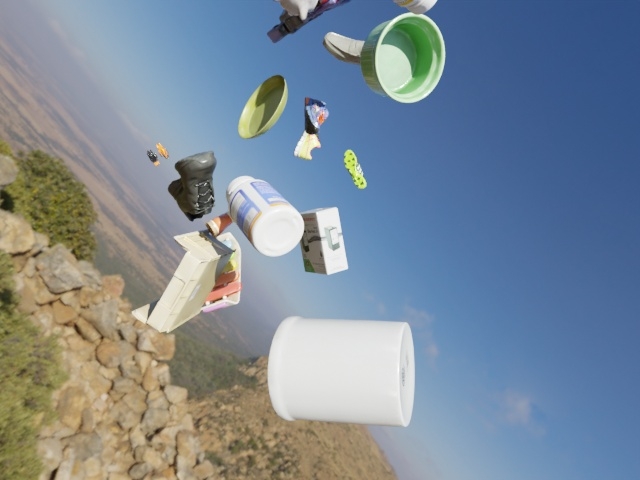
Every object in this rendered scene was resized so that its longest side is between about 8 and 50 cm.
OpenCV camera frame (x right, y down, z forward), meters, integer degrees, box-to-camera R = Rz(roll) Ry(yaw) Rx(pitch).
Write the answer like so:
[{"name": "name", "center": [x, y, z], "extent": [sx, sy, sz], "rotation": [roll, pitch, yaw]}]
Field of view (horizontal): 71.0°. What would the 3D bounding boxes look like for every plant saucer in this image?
[{"name": "plant saucer", "center": [-0.185, -0.434, 1.484], "extent": [0.037, 0.240, 0.241], "rotation": [28, 6, -37]}]

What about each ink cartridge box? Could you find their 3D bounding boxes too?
[{"name": "ink cartridge box", "center": [0.000, 0.000, 2.075], "extent": [0.211, 0.122, 0.288], "rotation": [0, -77, 58]}]

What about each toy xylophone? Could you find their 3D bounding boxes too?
[{"name": "toy xylophone", "center": [-0.388, 0.136, 1.646], "extent": [0.081, 0.236, 0.322], "rotation": [50, 18, -48]}]

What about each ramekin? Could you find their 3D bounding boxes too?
[{"name": "ramekin", "center": [0.296, -0.674, 1.671], "extent": [0.303, 0.303, 0.148], "rotation": [58, -11, -31]}]

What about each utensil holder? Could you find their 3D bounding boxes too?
[{"name": "utensil holder", "center": [0.078, 0.403, 1.392], "extent": [0.386, 0.327, 0.327], "rotation": [-2, -37, 20]}]

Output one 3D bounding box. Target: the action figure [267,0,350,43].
[{"name": "action figure", "center": [-0.022, -0.547, 0.879], "extent": [0.342, 0.329, 0.179], "rotation": [-13, -39, 44]}]

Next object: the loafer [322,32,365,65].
[{"name": "loafer", "center": [0.165, -0.791, 1.871], "extent": [0.320, 0.111, 0.111], "rotation": [22, -27, -5]}]

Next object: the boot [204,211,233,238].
[{"name": "boot", "center": [-0.310, -0.050, 1.397], "extent": [0.059, 0.085, 0.158], "rotation": [57, -18, -9]}]

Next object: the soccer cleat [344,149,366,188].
[{"name": "soccer cleat", "center": [0.150, -0.304, 1.941], "extent": [0.178, 0.060, 0.072], "rotation": [68, 16, 2]}]

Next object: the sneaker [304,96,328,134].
[{"name": "sneaker", "center": [-0.013, -0.445, 1.582], "extent": [0.221, 0.087, 0.083], "rotation": [-93, -175, -46]}]

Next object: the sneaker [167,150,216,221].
[{"name": "sneaker", "center": [-0.318, -0.139, 1.181], "extent": [0.130, 0.109, 0.286], "rotation": [63, -27, 4]}]

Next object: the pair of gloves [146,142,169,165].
[{"name": "pair of gloves", "center": [-0.678, -0.359, 1.873], "extent": [0.074, 0.083, 0.010], "rotation": [58, 9, -21]}]

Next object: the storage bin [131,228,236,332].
[{"name": "storage bin", "center": [-0.406, 0.117, 1.357], "extent": [0.123, 0.262, 0.260], "rotation": [33, 10, 4]}]

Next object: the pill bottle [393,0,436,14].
[{"name": "pill bottle", "center": [0.208, -0.681, 1.148], "extent": [0.209, 0.119, 0.119], "rotation": [16, 16, -40]}]

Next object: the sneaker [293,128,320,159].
[{"name": "sneaker", "center": [-0.034, -0.440, 1.933], "extent": [0.094, 0.208, 0.081], "rotation": [26, 9, -2]}]

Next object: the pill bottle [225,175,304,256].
[{"name": "pill bottle", "center": [-0.172, -0.082, 1.277], "extent": [0.272, 0.152, 0.152], "rotation": [45, -11, 48]}]
